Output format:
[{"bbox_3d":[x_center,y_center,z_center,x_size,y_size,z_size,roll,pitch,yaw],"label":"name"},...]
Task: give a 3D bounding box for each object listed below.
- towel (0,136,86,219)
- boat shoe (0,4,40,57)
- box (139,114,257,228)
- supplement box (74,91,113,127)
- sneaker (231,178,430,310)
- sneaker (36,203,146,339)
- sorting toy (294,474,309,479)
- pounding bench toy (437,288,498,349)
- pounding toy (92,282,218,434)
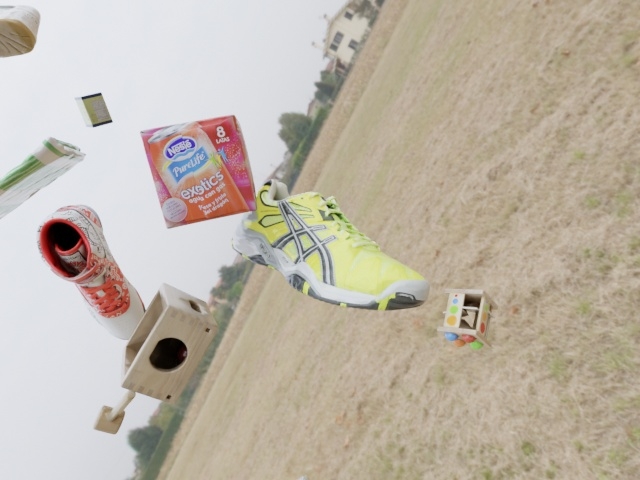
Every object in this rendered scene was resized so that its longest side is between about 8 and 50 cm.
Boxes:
[{"bbox_3d":[-0.625,-0.088,0.829,0.324,0.038,0.248,-41,19,-10],"label":"towel"},{"bbox_3d":[-0.697,-0.428,0.868,0.098,0.276,0.096,76,-164,-58],"label":"boat shoe"},{"bbox_3d":[-0.169,-0.112,0.645,0.257,0.122,0.128,-126,24,-74],"label":"box"},{"bbox_3d":[-0.635,-0.365,1.182,0.056,0.083,0.083,-29,30,-32],"label":"supplement box"},{"bbox_3d":[0.000,0.000,0.683,0.145,0.384,0.147,8,-79,-55],"label":"sneaker"},{"bbox_3d":[-0.387,0.072,0.720,0.090,0.270,0.145,-20,13,-11],"label":"sneaker"},{"bbox_3d":[-0.021,0.354,0.406,0.348,0.047,0.196,-51,46,36],"label":"sorting toy"},{"bbox_3d":[0.198,0.110,0.551,0.052,0.083,0.065,-4,59,43],"label":"pounding bench toy"},{"bbox_3d":[-0.237,0.193,0.620,0.206,0.094,0.181,-60,25,-3],"label":"pounding toy"}]
